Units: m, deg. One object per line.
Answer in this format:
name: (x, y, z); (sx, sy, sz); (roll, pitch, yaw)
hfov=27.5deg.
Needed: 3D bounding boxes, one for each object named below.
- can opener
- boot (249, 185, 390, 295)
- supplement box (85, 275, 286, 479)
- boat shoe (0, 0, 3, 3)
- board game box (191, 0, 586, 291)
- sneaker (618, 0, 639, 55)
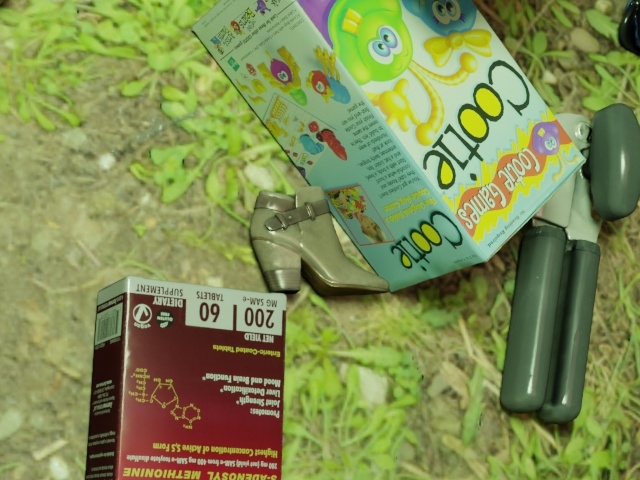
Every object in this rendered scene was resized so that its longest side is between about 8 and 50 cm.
can opener: (0.221, 0.013, 1.131); (0.076, 0.095, 0.283); (19, 70, -22)
boot: (0.000, 0.000, 1.049); (0.118, 0.042, 0.087); (4, 74, -28)
supplement box: (-0.098, 0.154, 0.942); (0.130, 0.073, 0.239); (8, 76, -27)
boat shoe: (-0.197, -0.322, 0.971); (0.123, 0.123, 0.342); (35, 65, -17)
board game box: (0.054, -0.118, 1.046); (0.142, 0.144, 0.275); (-42, 99, -29)
sneaker: (0.360, -0.277, 1.255); (0.182, 0.127, 0.316); (-30, 95, -32)
